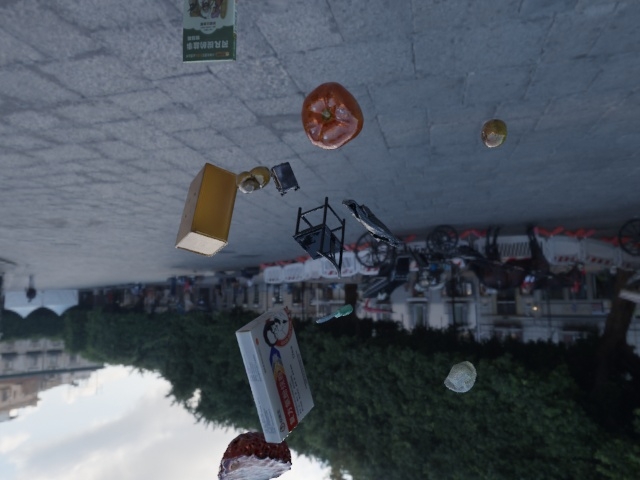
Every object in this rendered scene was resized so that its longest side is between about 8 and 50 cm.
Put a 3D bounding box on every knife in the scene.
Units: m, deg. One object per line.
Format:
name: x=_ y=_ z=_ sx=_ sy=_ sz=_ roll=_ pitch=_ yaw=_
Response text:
knife: x=0.048 y=0.301 z=1.913 sx=0.063 sy=0.035 sz=0.260 roll=-39 pitch=163 yaw=31

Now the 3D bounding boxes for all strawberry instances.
strawberry: x=-0.239 y=0.738 z=1.655 sx=0.265 sy=0.149 sz=0.336 roll=-16 pitch=143 yaw=0

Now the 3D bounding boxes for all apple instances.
apple: x=0.522 y=-0.321 z=1.428 sx=0.071 sy=0.084 sz=0.084 roll=-7 pitch=173 yaw=5

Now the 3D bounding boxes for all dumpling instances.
dumpling: x=0.348 y=0.336 z=1.174 sx=0.076 sy=0.052 sz=0.057 roll=-13 pitch=-146 yaw=-42

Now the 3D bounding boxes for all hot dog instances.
hot dog: x=-0.163 y=-0.148 z=1.175 sx=0.089 sy=0.060 sz=0.140 roll=-24 pitch=-178 yaw=-5

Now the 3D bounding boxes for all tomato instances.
tomato: x=0.044 y=-0.491 z=1.892 sx=0.259 sy=0.260 sz=0.180 roll=-3 pitch=-173 yaw=19

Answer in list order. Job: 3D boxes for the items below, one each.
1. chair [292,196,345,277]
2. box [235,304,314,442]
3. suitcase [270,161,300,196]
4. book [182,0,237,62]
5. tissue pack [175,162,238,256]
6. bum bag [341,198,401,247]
chair: x=0.000 y=0.000 z=1.655 sx=0.141 sy=0.260 sz=0.154 roll=-19 pitch=133 yaw=27
box: x=-0.132 y=0.403 z=1.469 sx=0.069 sy=0.353 sz=0.214 roll=-12 pitch=-173 yaw=30
suitcase: x=-0.142 y=-0.246 z=1.895 sx=0.086 sy=0.126 sz=0.059 roll=-24 pitch=-179 yaw=-20
book: x=-0.357 y=-0.713 z=1.537 sx=0.201 sy=0.264 sz=0.027 roll=7 pitch=-171 yaw=22
tissue pack: x=-0.407 y=-0.104 z=1.727 sx=0.145 sy=0.275 sz=0.194 roll=21 pitch=153 yaw=-28
bum bag: x=0.174 y=-0.059 z=1.624 sx=0.248 sy=0.060 sz=0.123 roll=43 pitch=-178 yaw=-7
